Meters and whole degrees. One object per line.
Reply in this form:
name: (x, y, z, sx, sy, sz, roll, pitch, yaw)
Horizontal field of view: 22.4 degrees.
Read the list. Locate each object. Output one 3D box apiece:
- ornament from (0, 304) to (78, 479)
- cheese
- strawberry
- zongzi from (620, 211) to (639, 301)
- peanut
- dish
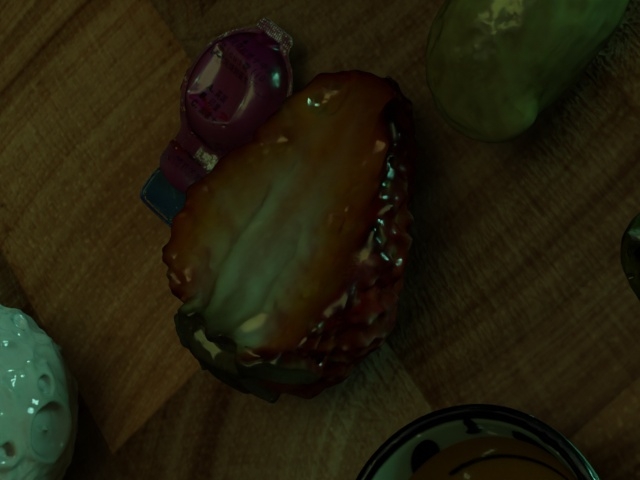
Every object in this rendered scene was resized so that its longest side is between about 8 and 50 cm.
ornament: (-0.375, 0.187, 1.714, 0.225, 0.259, 0.259, 6, 81, 28)
cheese: (-0.109, -0.127, 1.736, 0.155, 0.062, 0.244, 40, 102, 36)
strawberry: (0.000, 0.000, 1.588, 0.265, 0.149, 0.336, 21, 79, 43)
zongzi: (0.414, 0.075, 1.303, 0.274, 0.145, 0.300, -19, 84, 23)
peanut: (0.202, -0.277, 1.498, 0.192, 0.169, 0.387, 17, 88, 24)
dish: (0.153, 0.290, 1.407, 0.303, 0.120, 0.303, -10, 72, 32)
